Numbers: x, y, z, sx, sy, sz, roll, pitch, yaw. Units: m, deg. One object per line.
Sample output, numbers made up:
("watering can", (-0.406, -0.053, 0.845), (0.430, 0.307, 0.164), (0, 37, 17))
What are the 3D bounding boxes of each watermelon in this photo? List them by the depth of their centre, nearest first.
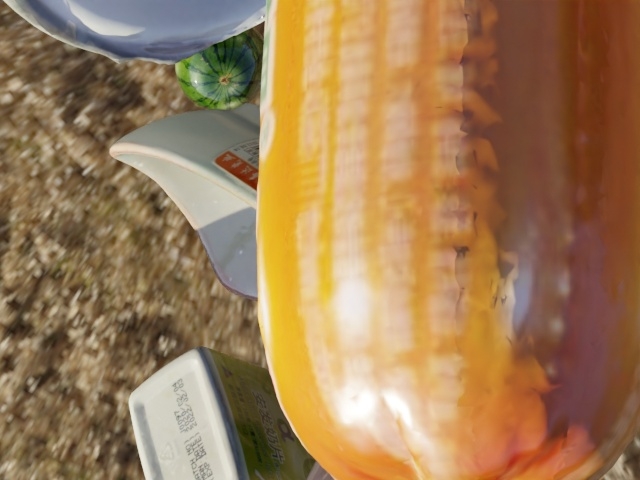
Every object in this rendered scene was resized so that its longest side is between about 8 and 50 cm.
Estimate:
("watermelon", (-0.098, -0.180, 1.696), (0.109, 0.109, 0.109), (0, 102, 0))

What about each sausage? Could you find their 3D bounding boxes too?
("sausage", (0.034, -0.071, 0.375), (0.093, 0.093, 0.312), (4, 73, -1))

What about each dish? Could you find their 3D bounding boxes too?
("dish", (0.000, 0.000, 0.890), (0.077, 0.212, 0.151), (-48, 136, -12))

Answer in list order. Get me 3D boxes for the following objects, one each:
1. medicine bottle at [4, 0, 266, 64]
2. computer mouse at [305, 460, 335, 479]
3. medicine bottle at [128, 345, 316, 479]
("medicine bottle", (-0.129, -0.236, 0.742), (0.190, 0.332, 0.190), (-19, 131, -24))
("computer mouse", (0.000, 0.178, 0.827), (0.057, 0.120, 0.232), (30, 69, -5))
("medicine bottle", (-0.042, 0.167, 1.243), (0.088, 0.188, 0.132), (-37, 55, 23))
